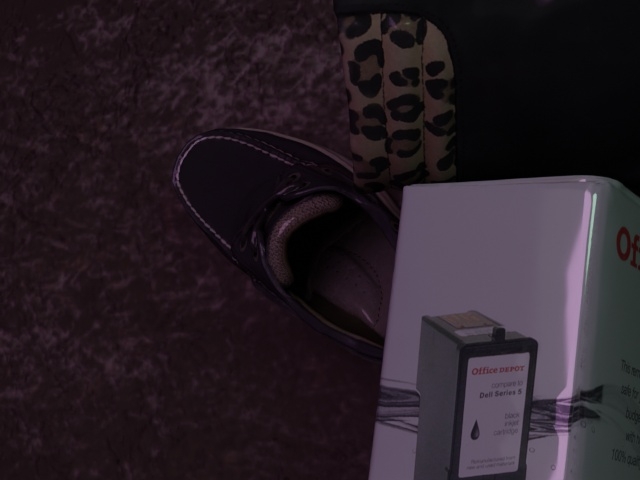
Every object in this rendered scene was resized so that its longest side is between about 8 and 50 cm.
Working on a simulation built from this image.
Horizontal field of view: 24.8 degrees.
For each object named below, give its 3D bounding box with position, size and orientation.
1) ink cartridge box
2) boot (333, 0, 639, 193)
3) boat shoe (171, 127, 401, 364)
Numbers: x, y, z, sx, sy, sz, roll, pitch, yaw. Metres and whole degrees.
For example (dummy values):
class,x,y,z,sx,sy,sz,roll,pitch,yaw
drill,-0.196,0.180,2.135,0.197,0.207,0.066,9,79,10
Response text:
class,x,y,z,sx,sy,sz,roll,pitch,yaw
ink cartridge box,0.120,0.121,0.763,0.115,0.198,0.272,0,76,32
boot,0.146,-0.182,0.714,0.284,0.138,0.377,-1,118,5
boat shoe,0.000,0.000,0.928,0.285,0.092,0.102,38,97,32
